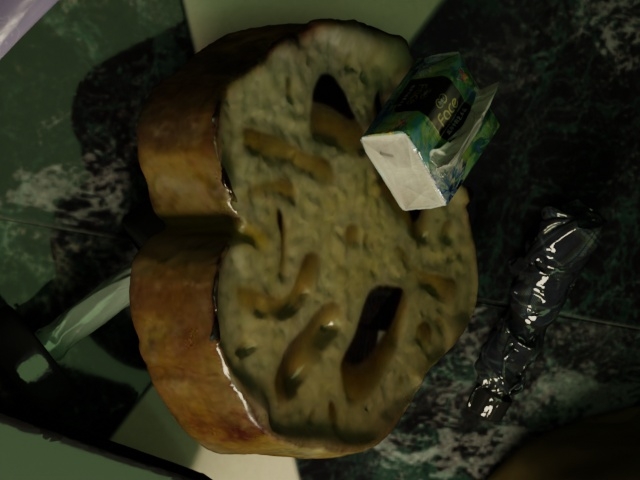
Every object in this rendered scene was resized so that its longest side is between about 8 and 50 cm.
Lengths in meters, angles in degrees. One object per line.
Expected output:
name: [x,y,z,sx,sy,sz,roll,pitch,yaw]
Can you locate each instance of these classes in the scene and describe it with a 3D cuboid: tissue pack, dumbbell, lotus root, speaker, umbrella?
tissue pack: [0.103,-0.094,1.579,0.085,0.079,0.111,58,48,-27]
dumbbell: [-0.190,0.057,1.593,0.191,0.100,0.100,-37,110,-10]
lotus root: [0.000,0.000,1.588,0.375,0.111,0.390,23,69,-40]
speaker: [-0.225,0.285,1.554,0.232,0.184,0.254,22,86,-14]
umbrella: [0.194,0.065,1.748,0.080,0.071,0.224,-3,119,-58]

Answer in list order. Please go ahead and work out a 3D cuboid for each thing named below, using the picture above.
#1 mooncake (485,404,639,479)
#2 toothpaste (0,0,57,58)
mooncake: [0.343,0.387,1.760,0.467,0.262,0.467,-4,103,-18]
toothpaste: [-0.202,-0.284,1.544,0.371,0.080,0.125,-41,111,-3]
